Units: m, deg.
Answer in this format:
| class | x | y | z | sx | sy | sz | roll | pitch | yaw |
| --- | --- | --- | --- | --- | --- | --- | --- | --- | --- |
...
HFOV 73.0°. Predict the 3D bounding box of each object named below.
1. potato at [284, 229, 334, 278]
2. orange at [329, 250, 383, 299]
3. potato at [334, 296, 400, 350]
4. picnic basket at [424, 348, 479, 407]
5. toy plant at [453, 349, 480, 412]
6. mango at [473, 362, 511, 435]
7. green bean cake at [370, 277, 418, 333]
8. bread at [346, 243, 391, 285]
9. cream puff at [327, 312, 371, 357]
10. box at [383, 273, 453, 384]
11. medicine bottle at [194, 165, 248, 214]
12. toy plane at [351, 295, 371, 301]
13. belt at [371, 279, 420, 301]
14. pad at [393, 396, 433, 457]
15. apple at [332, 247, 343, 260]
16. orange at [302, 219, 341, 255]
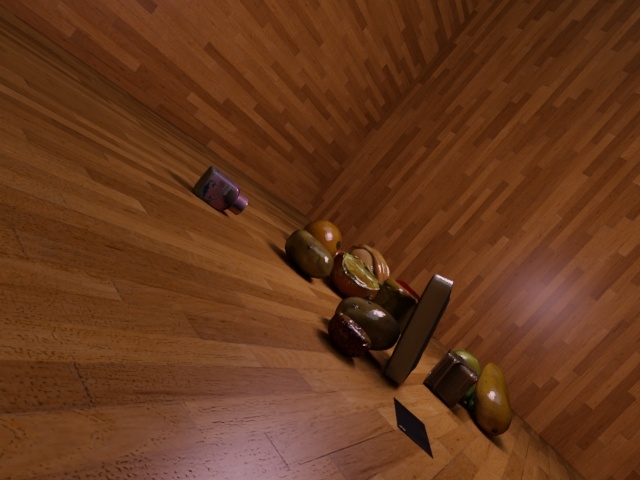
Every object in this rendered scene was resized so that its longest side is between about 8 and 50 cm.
| class | x | y | z | sx | sy | sz | roll | pitch | yaw |
| --- | --- | --- | --- | --- | --- | --- | --- | --- | --- |
| potato | -0.048 | 0.062 | 1.802 | 0.228 | 0.148 | 0.197 | 42 | -8 | 3 |
| orange | 0.168 | 0.186 | 2.078 | 0.263 | 0.196 | 0.334 | 25 | 4 | -11 |
| potato | 0.164 | 0.281 | 1.429 | 0.251 | 0.159 | 0.174 | 35 | 28 | -26 |
| picnic basket | 0.532 | 0.553 | 1.760 | 0.139 | 0.165 | 0.267 | 42 | 5 | 19 |
| toy plant | 0.654 | 0.637 | 1.999 | 0.224 | 0.185 | 0.316 | 59 | 16 | -2 |
| mango | 0.733 | 0.679 | 1.829 | 0.332 | 0.142 | 0.195 | -38 | 110 | -57 |
| green bean cake | 0.257 | 0.281 | 1.694 | 0.233 | 0.236 | 0.124 | 38 | 3 | -46 |
| bread | 0.271 | 0.157 | 2.365 | 0.315 | 0.212 | 0.270 | 56 | -14 | 41 |
| cream puff | 0.079 | 0.280 | 1.258 | 0.149 | 0.084 | 0.149 | 44 | 3 | -3 |
| box | 0.344 | 0.294 | 1.492 | 0.091 | 0.372 | 0.367 | 26 | 2 | 15 |
| medicine bottle | -0.373 | -0.180 | 1.646 | 0.188 | 0.119 | 0.094 | 38 | 8 | -28 |
| toy plane | 0.235 | 0.335 | 1.876 | 0.246 | 0.078 | 0.169 | 46 | -33 | -24 |
| belt | 0.389 | 0.323 | 2.220 | 0.324 | 0.227 | 0.115 | 10 | 28 | -42 |
| pad | 0.241 | 0.486 | 1.138 | 0.116 | 0.004 | 0.193 | 42 | 5 | 5 |
| apple | 0.063 | 0.093 | 2.395 | 0.146 | 0.146 | 0.131 | 38 | 7 | -26 |
| orange | 0.000 | 0.000 | 2.242 | 0.236 | 0.236 | 0.236 | 40 | 5 | -4 |
